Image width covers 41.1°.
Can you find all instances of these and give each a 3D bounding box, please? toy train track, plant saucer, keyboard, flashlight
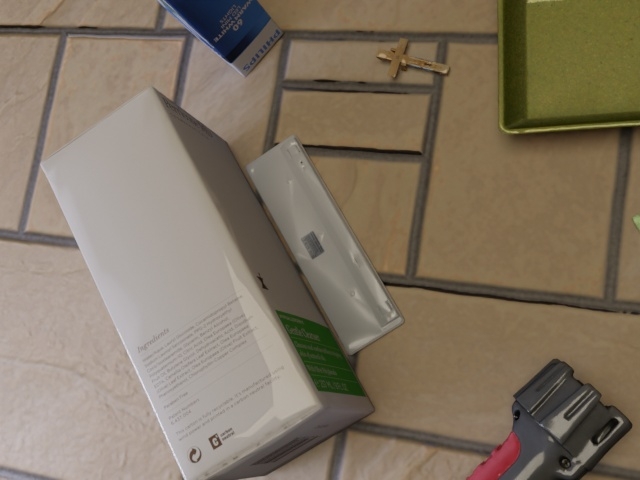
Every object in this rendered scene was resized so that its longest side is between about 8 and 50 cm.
[{"bbox_3d":[0.103,-0.197,0.954,0.083,0.014,0.048,17,77,16],"label":"toy train track"},{"bbox_3d":[0.279,-0.197,0.875,0.188,0.045,0.188,-2,78,18],"label":"plant saucer"},{"bbox_3d":[0.000,0.000,0.949,0.072,0.014,0.256,-35,69,14],"label":"keyboard"},{"bbox_3d":[0.142,0.241,0.807,0.103,0.103,0.304,43,91,-4],"label":"flashlight"}]

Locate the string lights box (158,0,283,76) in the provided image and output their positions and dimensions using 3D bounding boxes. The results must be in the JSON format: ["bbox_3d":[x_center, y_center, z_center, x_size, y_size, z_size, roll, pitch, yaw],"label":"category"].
[{"bbox_3d":[-0.150,-0.289,0.926,0.133,0.259,0.077,43,93,22],"label":"string lights box"}]

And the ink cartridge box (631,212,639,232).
[{"bbox_3d":[0.418,0.035,0.774,0.171,0.056,0.235,-29,73,12],"label":"ink cartridge box"}]

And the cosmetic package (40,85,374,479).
[{"bbox_3d":[-0.116,0.050,0.879,0.155,0.197,0.366,-32,72,10],"label":"cosmetic package"}]
